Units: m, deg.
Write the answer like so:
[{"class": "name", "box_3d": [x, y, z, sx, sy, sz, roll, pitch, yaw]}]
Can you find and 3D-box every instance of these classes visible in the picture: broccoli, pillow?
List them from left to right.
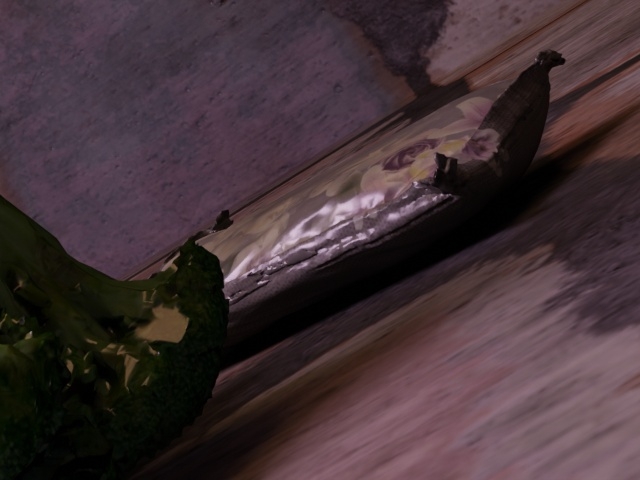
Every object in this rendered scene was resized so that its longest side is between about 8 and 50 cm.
[{"class": "broccoli", "box_3d": [-0.182, 0.016, 0.527, 0.269, 0.269, 0.254, -29, -1, 28]}, {"class": "pillow", "box_3d": [0.000, 0.000, 0.739, 0.255, 0.059, 0.169, -27, 8, 32]}]
